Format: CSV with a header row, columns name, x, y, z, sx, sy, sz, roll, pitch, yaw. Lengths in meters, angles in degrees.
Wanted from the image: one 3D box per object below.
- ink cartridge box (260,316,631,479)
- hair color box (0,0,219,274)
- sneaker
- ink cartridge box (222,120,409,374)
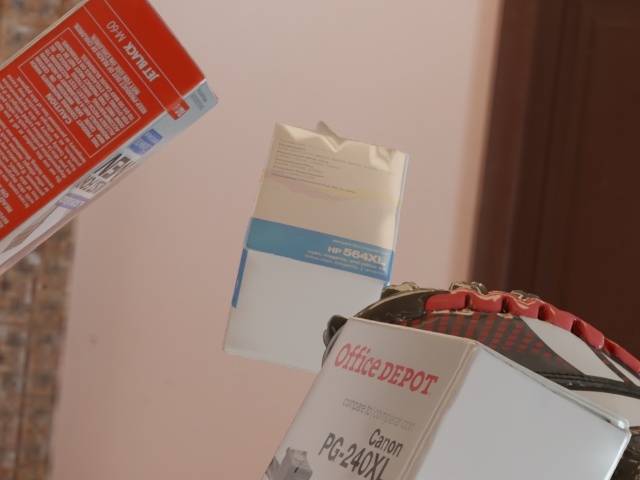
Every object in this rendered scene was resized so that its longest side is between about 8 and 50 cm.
name,x,y,z,sx,sy,sz,roll,pitch,yaw
ink cartridge box,0.016,0.103,0.491,0.063,0.150,0.109,30,172,-17
hair color box,-0.119,-0.023,0.596,0.167,0.053,0.093,-37,-179,0
sneaker,0.128,0.110,0.763,0.276,0.098,0.135,22,-146,-12
ink cartridge box,0.000,0.000,0.995,0.089,0.092,0.143,13,-138,0
